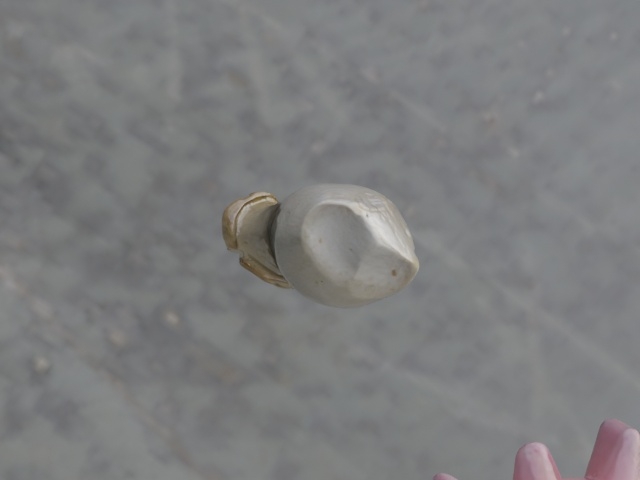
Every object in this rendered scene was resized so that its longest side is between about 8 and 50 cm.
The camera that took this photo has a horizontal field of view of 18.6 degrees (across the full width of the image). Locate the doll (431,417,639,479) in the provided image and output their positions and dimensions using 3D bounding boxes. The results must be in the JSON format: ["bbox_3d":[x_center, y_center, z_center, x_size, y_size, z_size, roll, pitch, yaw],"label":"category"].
[{"bbox_3d":[0.136,0.199,1.007,0.262,0.211,0.093,-10,16,-17],"label":"doll"}]

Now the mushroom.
[{"bbox_3d":[-0.001,0.002,1.414,0.097,0.088,0.212,-1,5,-27],"label":"mushroom"}]
